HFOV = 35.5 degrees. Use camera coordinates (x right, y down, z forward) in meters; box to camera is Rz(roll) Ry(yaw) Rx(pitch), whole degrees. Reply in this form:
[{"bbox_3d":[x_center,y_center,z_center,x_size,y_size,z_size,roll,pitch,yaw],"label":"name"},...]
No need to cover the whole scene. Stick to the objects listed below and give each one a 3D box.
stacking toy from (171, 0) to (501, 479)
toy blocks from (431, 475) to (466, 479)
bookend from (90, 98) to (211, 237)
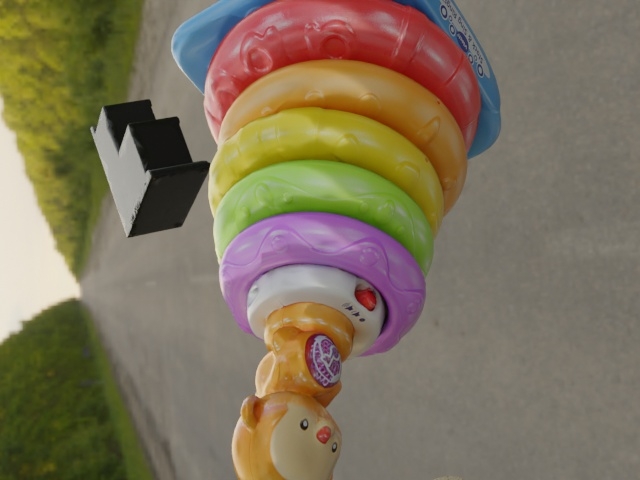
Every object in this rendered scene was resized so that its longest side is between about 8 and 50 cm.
[{"bbox_3d":[0.000,0.000,0.526,0.175,0.166,0.301,49,-144,-36],"label":"stacking toy"},{"bbox_3d":[0.187,0.319,0.570,0.260,0.289,0.309,84,-176,-48],"label":"toy blocks"},{"bbox_3d":[-0.204,-0.109,1.174,0.157,0.072,0.156,68,152,18],"label":"bookend"}]
